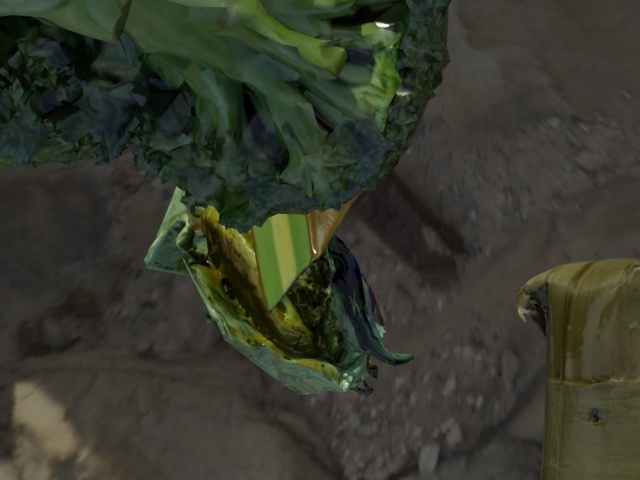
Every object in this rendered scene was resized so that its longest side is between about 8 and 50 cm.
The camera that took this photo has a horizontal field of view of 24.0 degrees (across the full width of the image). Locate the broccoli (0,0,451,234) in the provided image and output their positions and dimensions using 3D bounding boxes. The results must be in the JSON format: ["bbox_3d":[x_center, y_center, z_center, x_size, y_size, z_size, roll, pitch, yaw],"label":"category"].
[{"bbox_3d":[-0.080,-0.139,0.614,0.307,0.275,0.308,4,113,9],"label":"broccoli"}]

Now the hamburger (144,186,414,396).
[{"bbox_3d":[-0.050,0.043,1.356,0.150,0.276,0.261,-32,82,-13],"label":"hamburger"}]

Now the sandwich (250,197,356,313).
[{"bbox_3d":[0.000,0.000,1.110,0.074,0.116,0.074,18,131,-30],"label":"sandwich"}]

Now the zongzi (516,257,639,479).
[{"bbox_3d":[0.346,0.242,1.354,0.418,0.181,0.447,3,92,-37],"label":"zongzi"}]
